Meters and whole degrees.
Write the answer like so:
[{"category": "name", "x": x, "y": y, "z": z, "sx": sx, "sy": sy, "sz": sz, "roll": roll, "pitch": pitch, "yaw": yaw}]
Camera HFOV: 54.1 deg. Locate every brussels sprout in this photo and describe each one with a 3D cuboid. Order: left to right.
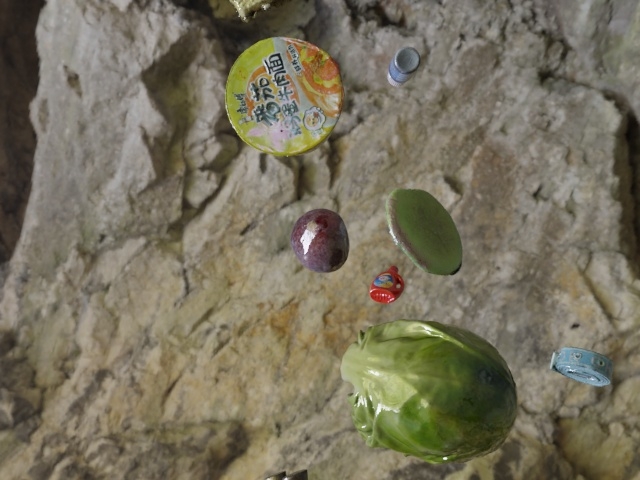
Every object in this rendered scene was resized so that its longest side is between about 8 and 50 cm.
[{"category": "brussels sprout", "x": 0.297, "y": 0.370, "z": 1.542, "sx": 0.425, "sy": 0.343, "sz": 0.361, "roll": 10, "pitch": 168, "yaw": -33}]

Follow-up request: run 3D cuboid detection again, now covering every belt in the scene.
[{"category": "belt", "x": 0.836, "y": 0.394, "z": 1.985, "sx": 0.162, "sy": 0.082, "sz": 0.148, "roll": 25, "pitch": 154, "yaw": 1}]

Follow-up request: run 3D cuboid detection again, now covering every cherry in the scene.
[{"category": "cherry", "x": 0.002, "y": 0.002, "z": 1.594, "sx": 0.139, "sy": 0.176, "sz": 0.176, "roll": -24, "pitch": -148, "yaw": -19}]

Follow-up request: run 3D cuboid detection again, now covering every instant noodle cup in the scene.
[{"category": "instant noodle cup", "x": -0.072, "y": -0.307, "z": 1.436, "sx": 0.264, "sy": 0.265, "sz": 0.200, "roll": 21, "pitch": -179, "yaw": 4}]

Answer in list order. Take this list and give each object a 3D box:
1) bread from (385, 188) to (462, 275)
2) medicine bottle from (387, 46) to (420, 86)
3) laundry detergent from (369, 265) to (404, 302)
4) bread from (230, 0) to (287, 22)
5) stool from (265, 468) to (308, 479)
[{"category": "bread", "x": 0.309, "y": -0.029, "z": 1.816, "sx": 0.301, "sy": 0.045, "sz": 0.302, "roll": 22, "pitch": -130, "yaw": -28}, {"category": "medicine bottle", "x": 0.255, "y": -0.535, "z": 1.954, "sx": 0.083, "sy": 0.084, "sz": 0.203, "roll": 20, "pitch": 180, "yaw": 0}, {"category": "laundry detergent", "x": 0.209, "y": 0.126, "z": 1.884, "sx": 0.097, "sy": 0.049, "sz": 0.165, "roll": 9, "pitch": -150, "yaw": 19}, {"category": "bread", "x": -0.053, "y": -0.502, "z": 1.093, "sx": 0.265, "sy": 0.142, "sz": 0.178, "roll": -26, "pitch": -157, "yaw": 0}, {"category": "stool", "x": -0.110, "y": 0.571, "z": 1.219, "sx": 0.272, "sy": 0.272, "sz": 0.179, "roll": 0, "pitch": -114, "yaw": -55}]
